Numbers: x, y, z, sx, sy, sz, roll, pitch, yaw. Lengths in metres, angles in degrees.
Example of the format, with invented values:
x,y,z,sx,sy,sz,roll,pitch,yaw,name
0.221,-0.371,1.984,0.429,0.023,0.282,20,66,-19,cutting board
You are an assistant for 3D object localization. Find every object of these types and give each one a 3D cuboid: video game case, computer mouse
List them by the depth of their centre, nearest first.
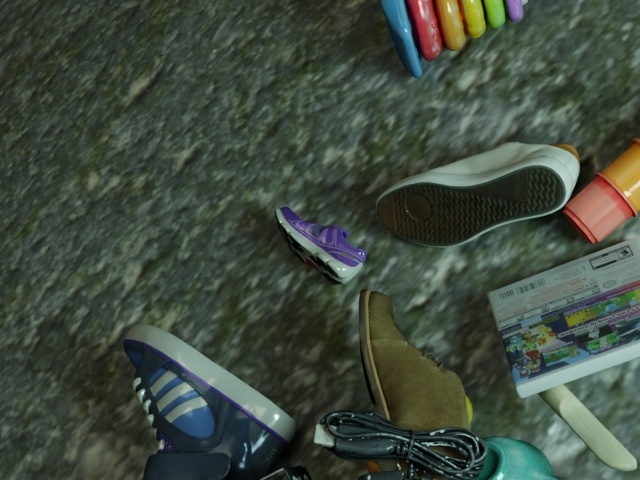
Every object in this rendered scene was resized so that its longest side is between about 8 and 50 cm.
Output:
x,y,z,sx,sy,sz,roll,pitch,yaw,name
0.067,0.324,1.099,0.188,0.072,0.272,11,90,-3,computer mouse
0.311,0.089,1.242,0.201,0.023,0.183,-21,33,11,video game case

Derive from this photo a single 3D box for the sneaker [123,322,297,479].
x,y,z,sx,sy,sz,roll,pitch,yaw,name
-0.208,0.270,1.409,0.323,0.130,0.236,26,73,33,sneaker

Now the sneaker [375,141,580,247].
x,y,z,sx,sy,sz,roll,pitch,yaw,name
0.217,-0.067,1.413,0.290,0.106,0.123,-9,23,35,sneaker

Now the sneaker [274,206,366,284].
x,y,z,sx,sy,sz,roll,pitch,yaw,name
0.000,0.000,1.512,0.071,0.068,0.170,-41,57,-18,sneaker

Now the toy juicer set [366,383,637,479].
x,y,z,sx,sy,sz,roll,pitch,yaw,name
0.200,0.258,1.223,0.329,0.089,0.209,-27,34,18,toy juicer set

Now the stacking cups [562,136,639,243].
x,y,z,sx,sy,sz,roll,pitch,yaw,name
0.440,-0.122,1.307,0.316,0.096,0.096,-39,50,7,stacking cups

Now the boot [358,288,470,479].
x,y,z,sx,sy,sz,roll,pitch,yaw,name
0.110,0.171,1.261,0.115,0.112,0.305,-16,42,4,boot

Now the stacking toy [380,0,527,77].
x,y,z,sx,sy,sz,roll,pitch,yaw,name
0.244,-0.371,1.544,0.302,0.166,0.175,-14,71,10,stacking toy

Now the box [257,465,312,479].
x,y,z,sx,sy,sz,roll,pitch,yaw,name
-0.112,0.450,1.228,0.322,0.079,0.257,-30,74,11,box
